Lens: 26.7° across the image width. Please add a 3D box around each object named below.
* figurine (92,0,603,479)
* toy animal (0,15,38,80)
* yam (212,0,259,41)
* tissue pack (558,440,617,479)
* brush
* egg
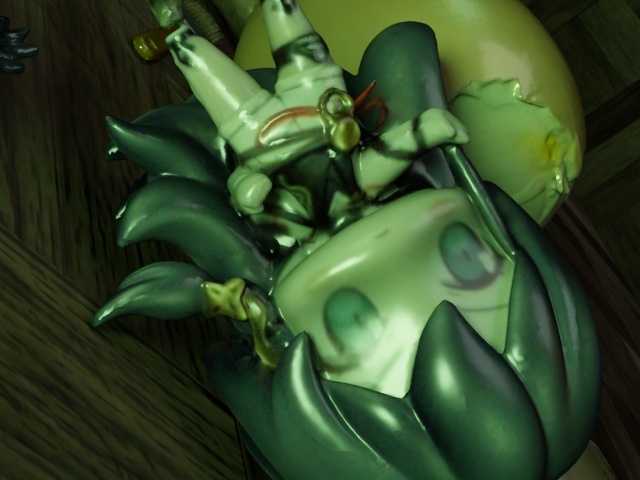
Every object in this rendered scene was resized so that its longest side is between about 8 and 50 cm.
[{"bbox_3d":[0.014,0.007,0.608,0.265,0.175,0.197,69,13,19],"label":"figurine"},{"bbox_3d":[-0.169,-0.099,0.492,0.108,0.062,0.220,43,7,31],"label":"toy animal"},{"bbox_3d":[-0.015,-0.117,1.030,0.264,0.046,0.046,57,14,8],"label":"yam"},{"bbox_3d":[0.135,0.187,0.740,0.148,0.092,0.196,38,21,-48],"label":"tissue pack"},{"bbox_3d":[-0.094,-0.134,0.878,0.043,0.014,0.170,52,15,-7],"label":"brush"},{"bbox_3d":[0.043,-0.082,0.827,0.201,0.201,0.244,38,14,-50],"label":"egg"}]
